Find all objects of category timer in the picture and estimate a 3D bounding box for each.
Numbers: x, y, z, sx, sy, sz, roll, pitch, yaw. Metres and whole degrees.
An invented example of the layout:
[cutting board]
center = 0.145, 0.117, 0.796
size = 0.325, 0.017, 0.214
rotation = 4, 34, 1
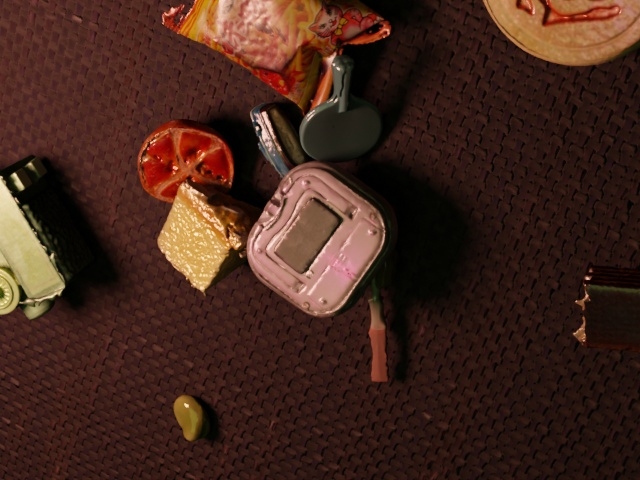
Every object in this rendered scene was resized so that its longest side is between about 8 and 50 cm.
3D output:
[timer]
center = 0.000, 0.000, 1.844
size = 0.190, 0.069, 0.209
rotation = 35, 108, 9

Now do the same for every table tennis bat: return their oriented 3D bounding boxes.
[table tennis bat]
center = 0.031, -0.183, 1.801
size = 0.124, 0.033, 0.201
rotation = -9, 140, -8

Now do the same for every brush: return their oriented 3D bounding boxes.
[brush]
center = 0.082, 0.085, 1.925
size = 0.084, 0.071, 0.301
rotation = 5, 113, 18

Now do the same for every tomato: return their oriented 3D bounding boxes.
[tomato]
center = -0.206, -0.131, 1.948
size = 0.155, 0.069, 0.156
rotation = -2, 130, -2

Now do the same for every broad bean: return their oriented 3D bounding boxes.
[broad bean]
center = -0.220, 0.304, 2.167
size = 0.063, 0.045, 0.083
rotation = -17, 96, 40

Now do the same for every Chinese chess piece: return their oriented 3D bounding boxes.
[Chinese chess piece]
center = 0.332, -0.358, 1.606
size = 0.270, 0.112, 0.270
rotation = 10, 116, 21

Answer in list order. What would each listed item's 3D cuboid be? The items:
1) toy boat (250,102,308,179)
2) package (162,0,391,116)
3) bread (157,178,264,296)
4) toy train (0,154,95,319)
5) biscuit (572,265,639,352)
[toy boat]
center = -0.062, -0.142, 1.902
size = 0.061, 0.060, 0.137
rotation = -20, 105, 55
[package]
center = -0.066, -0.312, 1.796
size = 0.288, 0.108, 0.223
rotation = 37, 127, -1
[bread]
center = -0.168, -0.015, 1.960
size = 0.152, 0.127, 0.147
rotation = 37, 124, 6
[toy train]
center = -0.510, -0.003, 2.104
size = 0.188, 0.159, 0.272
rotation = -27, 99, 20
[biscuit]
center = 0.480, 0.102, 1.757
size = 0.252, 0.070, 0.106
rotation = 3, 112, 22
